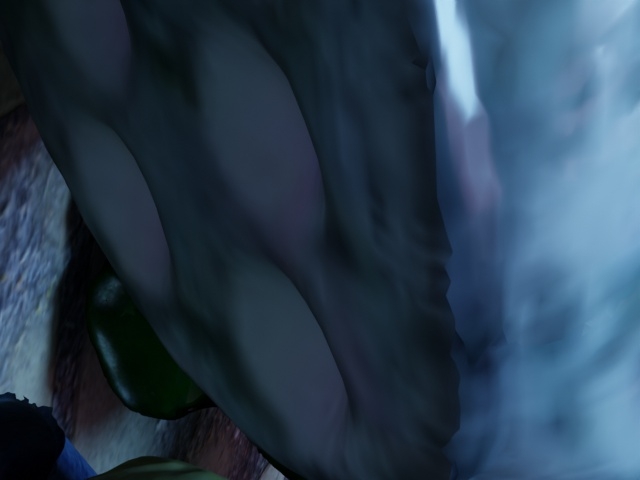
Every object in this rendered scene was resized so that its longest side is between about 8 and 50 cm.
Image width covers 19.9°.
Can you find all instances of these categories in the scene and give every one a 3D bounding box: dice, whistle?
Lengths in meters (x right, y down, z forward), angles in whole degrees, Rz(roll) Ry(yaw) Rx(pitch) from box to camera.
[{"bbox_3d":[0.074,-0.121,0.670,0.348,0.330,0.328,-30,132,-27],"label":"dice"},{"bbox_3d":[-0.131,0.154,0.973,0.304,0.062,0.062,75,34,-66],"label":"whistle"}]

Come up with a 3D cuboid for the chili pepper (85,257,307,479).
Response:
[{"bbox_3d":[0.000,0.000,0.995,0.257,0.233,0.248,-36,125,-59],"label":"chili pepper"}]

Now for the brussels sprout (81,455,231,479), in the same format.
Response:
[{"bbox_3d":[-0.100,0.208,0.771,0.271,0.219,0.210,-50,158,-24],"label":"brussels sprout"}]
